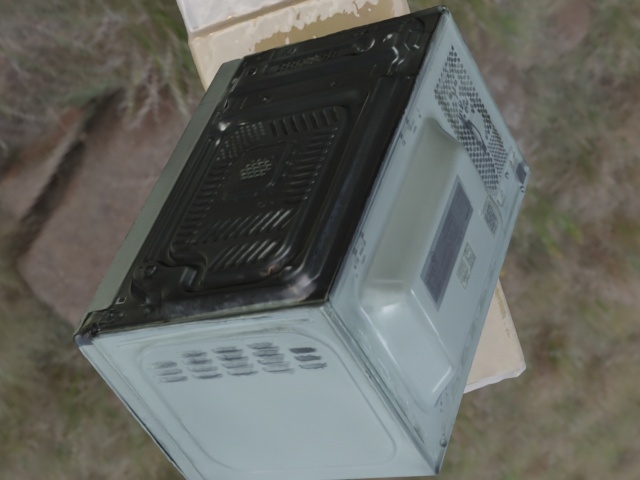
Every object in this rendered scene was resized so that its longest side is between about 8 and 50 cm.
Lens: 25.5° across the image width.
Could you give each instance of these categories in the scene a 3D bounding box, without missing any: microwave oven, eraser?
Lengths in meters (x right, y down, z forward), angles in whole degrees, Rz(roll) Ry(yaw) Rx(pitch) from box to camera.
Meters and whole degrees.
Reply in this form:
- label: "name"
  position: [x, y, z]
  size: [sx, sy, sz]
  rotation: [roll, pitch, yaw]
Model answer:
- label: "microwave oven"
  position: [0.000, 0.000, 0.691]
  size: [0.122, 0.162, 0.208]
  rotation: [57, 39, -33]
- label: "eraser"
  position: [0.016, -0.057, 0.923]
  size: [0.144, 0.343, 0.078]
  rotation: [-18, -169, 7]
